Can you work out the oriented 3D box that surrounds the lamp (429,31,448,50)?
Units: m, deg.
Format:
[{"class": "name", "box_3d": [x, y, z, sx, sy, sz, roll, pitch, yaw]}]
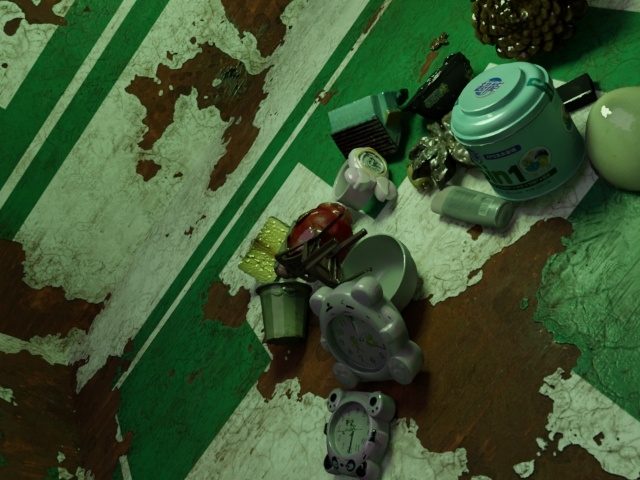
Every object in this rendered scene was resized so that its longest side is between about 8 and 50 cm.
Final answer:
[{"class": "lamp", "box_3d": [0.466, -0.780, 2.298, 0.083, 0.031, 0.063, -26, 46, 41]}]

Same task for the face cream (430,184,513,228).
[{"class": "face cream", "box_3d": [0.459, -0.107, 1.787, 0.269, 0.073, 0.107, 23, 77, 53]}]

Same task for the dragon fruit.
[{"class": "dragon fruit", "box_3d": [-0.003, 0.002, 2.106, 0.315, 0.250, 0.250, -30, 20, -35]}]

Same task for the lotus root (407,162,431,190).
[{"class": "lotus root", "box_3d": [0.343, -0.218, 2.012, 0.073, 0.062, 0.150, -27, 44, 3]}]

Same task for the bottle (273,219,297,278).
[{"class": "bottle", "box_3d": [-0.107, 0.041, 2.309, 0.110, 0.110, 0.233, 14, 76, 52]}]

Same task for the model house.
[{"class": "model house", "box_3d": [0.212, -0.416, 2.224, 0.280, 0.230, 0.248, -9, 100, 49]}]

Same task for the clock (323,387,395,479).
[{"class": "clock", "box_3d": [0.106, 0.566, 1.708, 0.228, 0.090, 0.248, -11, 59, 46]}]

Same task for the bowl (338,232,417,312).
[{"class": "bowl", "box_3d": [0.196, 0.135, 1.860, 0.287, 0.144, 0.287, -29, 45, 33]}]

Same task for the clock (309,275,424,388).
[{"class": "clock", "box_3d": [0.123, 0.272, 1.707, 0.295, 0.322, 0.113, -17, 14, 42]}]

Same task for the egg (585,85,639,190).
[{"class": "egg", "box_3d": [0.782, -0.268, 1.446, 0.264, 0.174, 0.286, -49, 41, 19]}]

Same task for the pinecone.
[{"class": "pinecone", "box_3d": [0.671, -0.772, 1.817, 0.384, 0.384, 0.384, -29, 46, 34]}]

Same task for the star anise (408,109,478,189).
[{"class": "star anise", "box_3d": [0.426, -0.315, 1.918, 0.332, 0.117, 0.331, -20, 44, 21]}]

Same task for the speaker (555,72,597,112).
[{"class": "speaker", "box_3d": [0.705, -0.409, 1.742, 0.218, 0.044, 0.082, -25, 48, 37]}]

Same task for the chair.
[{"class": "chair", "box_3d": [-0.008, 0.072, 1.878, 0.326, 0.175, 0.183, -37, 28, 31]}]

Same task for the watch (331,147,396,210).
[{"class": "watch", "box_3d": [0.148, -0.201, 2.152, 0.217, 0.211, 0.248, -51, 26, 42]}]

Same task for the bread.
[{"class": "bread", "box_3d": [-0.198, 0.048, 2.409, 0.178, 0.142, 0.266, 32, 89, 13]}]

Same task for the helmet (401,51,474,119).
[{"class": "helmet", "box_3d": [0.428, -0.511, 2.028, 0.279, 0.160, 0.230, -48, 4, 34]}]

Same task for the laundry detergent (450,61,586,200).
[{"class": "laundry detergent", "box_3d": [0.534, -0.312, 1.610, 0.287, 0.305, 0.287, -31, 34, 23]}]

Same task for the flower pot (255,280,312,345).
[{"class": "flower pot", "box_3d": [-0.125, 0.270, 2.120, 0.212, 0.212, 0.202, -24, 63, 38]}]
